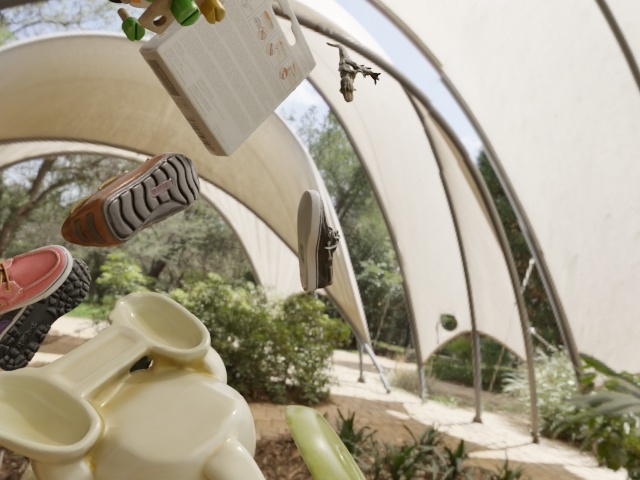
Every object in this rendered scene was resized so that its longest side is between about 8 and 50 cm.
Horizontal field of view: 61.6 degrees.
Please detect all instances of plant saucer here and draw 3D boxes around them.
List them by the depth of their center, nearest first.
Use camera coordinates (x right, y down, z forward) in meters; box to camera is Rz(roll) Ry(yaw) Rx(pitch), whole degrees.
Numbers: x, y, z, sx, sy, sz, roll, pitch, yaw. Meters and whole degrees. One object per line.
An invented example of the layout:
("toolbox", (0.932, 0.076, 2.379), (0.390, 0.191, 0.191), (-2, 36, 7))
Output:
("plant saucer", (0.029, 0.335, 0.776), (0.037, 0.241, 0.241), (-33, -5, -5))

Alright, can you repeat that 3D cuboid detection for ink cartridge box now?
("ink cartridge box", (-0.205, -0.446, 1.317), (0.091, 0.385, 0.308), (17, -30, 42))

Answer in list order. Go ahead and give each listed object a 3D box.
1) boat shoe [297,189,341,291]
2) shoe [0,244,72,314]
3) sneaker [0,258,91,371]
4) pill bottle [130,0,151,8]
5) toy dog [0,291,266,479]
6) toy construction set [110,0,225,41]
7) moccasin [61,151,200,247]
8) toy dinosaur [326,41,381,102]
("boat shoe", (0.001, 0.002, 1.460), (0.105, 0.306, 0.113), (-9, 26, -18))
("shoe", (-0.401, 0.055, 0.660), (0.178, 0.063, 0.081), (-29, -11, -12))
("sneaker", (-0.618, 0.139, 1.137), (0.124, 0.283, 0.107), (2, -48, 25))
("pill bottle", (-0.550, -0.876, 1.653), (0.152, 0.152, 0.272), (8, -49, 12))
("toy dog", (-0.220, 0.335, 0.748), (0.395, 0.407, 0.284), (18, 33, 15))
("toy construction set", (-0.180, -0.416, 0.805), (0.309, 0.237, 0.257), (-32, -20, -5))
("moccasin", (-0.373, -0.084, 1.107), (0.147, 0.139, 0.380), (-8, 26, 21))
("toy dinosaur", (0.090, -0.458, 1.436), (0.118, 0.268, 0.064), (10, -46, -21))
